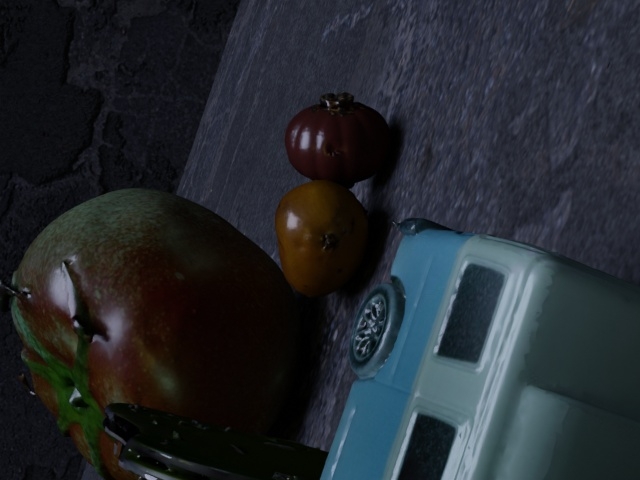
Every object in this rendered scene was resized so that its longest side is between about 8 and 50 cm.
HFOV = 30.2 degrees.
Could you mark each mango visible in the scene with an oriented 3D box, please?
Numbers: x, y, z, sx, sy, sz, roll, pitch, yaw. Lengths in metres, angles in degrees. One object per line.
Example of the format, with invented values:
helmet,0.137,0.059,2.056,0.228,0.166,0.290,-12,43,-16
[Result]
mango,0.004,0.000,1.088,0.159,0.084,0.105,35,-125,-84

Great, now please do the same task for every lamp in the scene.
lamp,0.017,-0.092,1.103,0.101,0.101,0.090,-103,12,-64

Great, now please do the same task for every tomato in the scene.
tomato,-0.161,0.096,1.200,0.239,0.303,0.303,-35,-9,-33

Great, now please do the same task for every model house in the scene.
model house,-0.056,0.213,0.793,0.294,0.207,0.154,177,107,-76

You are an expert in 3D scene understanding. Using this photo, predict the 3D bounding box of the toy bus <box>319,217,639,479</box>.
toy bus,0.072,0.136,0.535,0.271,0.133,0.165,-71,18,-5
